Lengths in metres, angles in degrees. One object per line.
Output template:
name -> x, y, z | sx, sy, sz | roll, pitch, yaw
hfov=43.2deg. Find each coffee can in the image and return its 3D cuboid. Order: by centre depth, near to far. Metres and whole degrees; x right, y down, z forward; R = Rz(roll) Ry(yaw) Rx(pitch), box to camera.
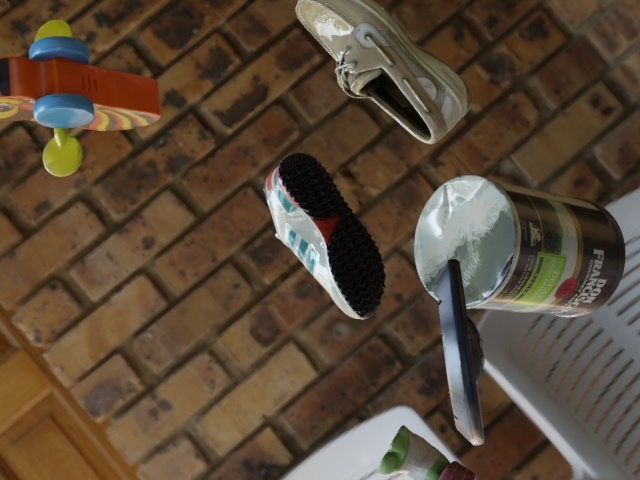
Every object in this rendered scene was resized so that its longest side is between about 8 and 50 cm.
coffee can -> 0.315, 0.015, 1.276 | 0.275, 0.201, 0.201 | 7, -36, -37

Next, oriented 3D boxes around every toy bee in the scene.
toy bee -> -0.354, -0.194, 0.999 | 0.162, 0.298, 0.195 | -14, 57, 34

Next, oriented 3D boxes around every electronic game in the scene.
electronic game -> 0.179, 0.137, 1.003 | 0.048, 0.229, 0.229 | -8, 3, 10

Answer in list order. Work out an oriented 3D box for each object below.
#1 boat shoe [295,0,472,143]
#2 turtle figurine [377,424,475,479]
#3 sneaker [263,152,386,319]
boat shoe -> 0.072, -0.255, 1.155 | 0.098, 0.302, 0.109 | -47, -8, -23
turtle figurine -> 0.156, 0.296, 0.718 | 0.274, 0.266, 0.197 | -50, -21, -46
sneaker -> 0.000, 0.000, 0.744 | 0.057, 0.161, 0.075 | -32, 4, -28
